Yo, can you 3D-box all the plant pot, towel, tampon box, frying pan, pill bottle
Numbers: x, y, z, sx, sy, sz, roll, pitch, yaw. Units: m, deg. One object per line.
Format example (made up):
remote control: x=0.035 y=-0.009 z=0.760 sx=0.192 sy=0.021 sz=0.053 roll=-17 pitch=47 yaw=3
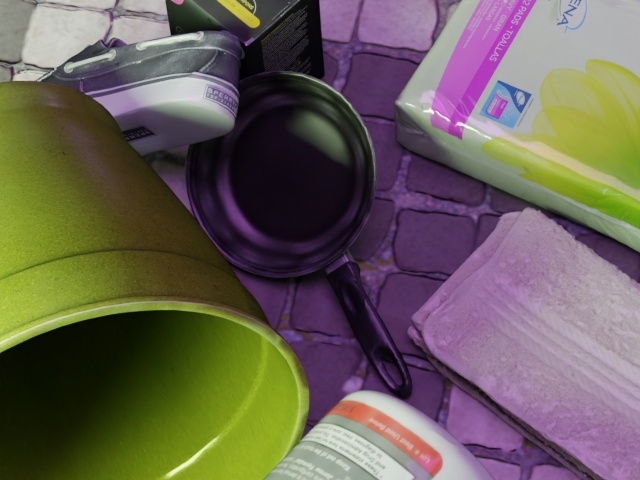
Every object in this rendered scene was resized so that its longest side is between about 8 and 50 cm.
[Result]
plant pot: x=-0.241 y=0.058 z=1.740 sx=0.367 sy=0.366 sz=0.353 roll=-20 pitch=50 yaw=-8
towel: x=0.237 y=0.103 z=1.835 sx=0.282 sy=0.049 sz=0.187 roll=36 pitch=69 yaw=20
tampon box: x=-0.075 y=-0.209 z=1.958 sx=0.120 sy=0.161 sz=0.101 roll=39 pitch=69 yaw=22
frying pan: x=0.014 y=-0.025 z=1.881 sx=0.326 sy=0.053 sz=0.197 roll=37 pitch=104 yaw=15
pill bottle: x=-0.018 y=0.314 z=1.637 sx=0.210 sy=0.210 sz=0.363 roll=39 pitch=69 yaw=21

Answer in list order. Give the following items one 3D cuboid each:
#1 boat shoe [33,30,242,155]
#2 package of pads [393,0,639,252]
boat shoe: x=-0.205 y=-0.143 z=1.909 sx=0.301 sy=0.108 sz=0.102 roll=-9 pitch=61 yaw=35
package of pads: x=0.253 y=-0.144 z=1.942 sx=0.297 sy=0.101 sz=0.229 roll=26 pitch=67 yaw=15
